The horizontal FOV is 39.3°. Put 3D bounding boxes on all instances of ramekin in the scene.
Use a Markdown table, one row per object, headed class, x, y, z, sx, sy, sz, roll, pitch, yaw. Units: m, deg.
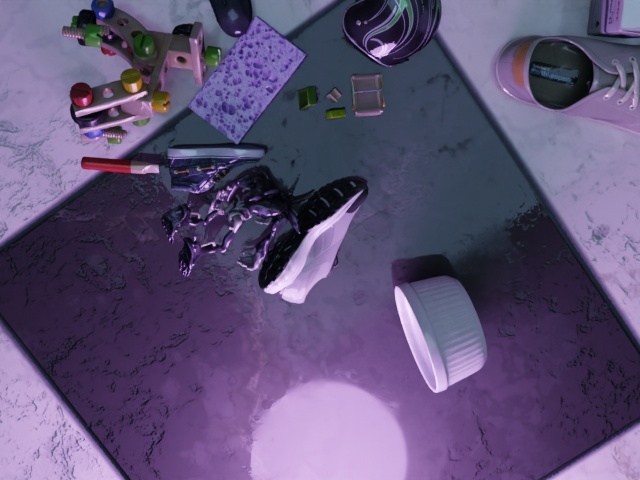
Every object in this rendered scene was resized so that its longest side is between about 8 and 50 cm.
| class | x | y | z | sx | sy | sz | roll | pitch | yaw |
| --- | --- | --- | --- | --- | --- | --- | --- | --- | --- |
| ramekin | 0.222 | 0.163 | 1.637 | 0.109 | 0.207 | 0.207 | -19 | 100 | -4 |

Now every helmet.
| class | x | y | z | sx | sy | sz | roll | pitch | yaw |
| --- | --- | --- | --- | --- | --- | --- | --- | --- | --- |
| helmet | 0.128 | -0.403 | 1.547 | 0.169 | 0.169 | 0.161 | 42 | 115 | -7 |

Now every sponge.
| class | x | y | z | sx | sy | sz | roll | pitch | yaw |
| --- | --- | --- | --- | --- | --- | --- | --- | --- | --- |
| sponge | -0.133 | -0.293 | 1.638 | 0.117 | 0.031 | 0.210 | 38 | 100 | -5 |

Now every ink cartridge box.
| class | x | y | z | sx | sy | sz | roll | pitch | yaw |
| --- | --- | --- | --- | --- | --- | --- | --- | --- | --- |
| ink cartridge box | 0.525 | -0.421 | 1.508 | 0.086 | 0.208 | 0.153 | 4 | 101 | 1 |

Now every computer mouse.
| class | x | y | z | sx | sy | sz | roll | pitch | yaw |
| --- | --- | --- | --- | --- | --- | --- | --- | --- | --- |
| computer mouse | -0.183 | -0.477 | 1.586 | 0.071 | 0.041 | 0.242 | -21 | 92 | 14 |

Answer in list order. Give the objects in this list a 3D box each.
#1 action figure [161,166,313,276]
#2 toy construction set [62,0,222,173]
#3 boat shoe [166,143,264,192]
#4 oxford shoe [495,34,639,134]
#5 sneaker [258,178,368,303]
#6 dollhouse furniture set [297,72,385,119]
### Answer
| class | x | y | z | sx | sy | sz | roll | pitch | yaw |
| --- | --- | --- | --- | --- | --- | --- | --- | --- | --- |
| action figure | -0.150 | -0.037 | 1.636 | 0.275 | 0.141 | 0.164 | -20 | 70 | -32 |
| toy construction set | -0.298 | -0.258 | 1.562 | 0.237 | 0.257 | 0.309 | 6 | 123 | -4 |
| boat shoe | -0.191 | -0.133 | 1.659 | 0.183 | 0.065 | 0.083 | 0 | 103 | 7 |
| oxford shoe | 0.536 | -0.276 | 1.580 | 0.449 | 0.130 | 0.169 | 8 | 99 | -2 |
| sneaker | 0.000 | 0.000 | 1.672 | 0.108 | 0.100 | 0.272 | 35 | 97 | -30 |
| dollhouse furniture set | 0.039 | -0.261 | 1.646 | 0.151 | 0.058 | 0.076 | -8 | 94 | -17 |
